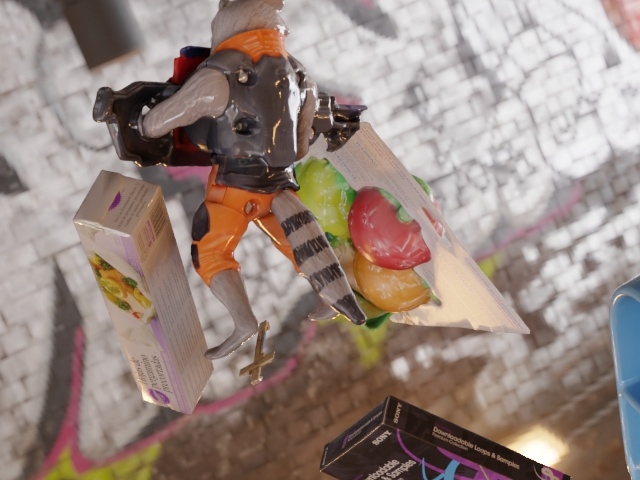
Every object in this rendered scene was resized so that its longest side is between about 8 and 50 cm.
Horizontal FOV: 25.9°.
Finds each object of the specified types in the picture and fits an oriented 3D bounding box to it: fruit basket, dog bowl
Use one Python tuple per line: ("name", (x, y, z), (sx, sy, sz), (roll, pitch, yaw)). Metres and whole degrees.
("fruit basket", (0.084, -0.019, 1.732), (0.165, 0.327, 0.353), (-46, -164, -23))
("dog bowl", (0.320, 0.150, 1.207), (0.074, 0.297, 0.166), (-18, -152, -9))

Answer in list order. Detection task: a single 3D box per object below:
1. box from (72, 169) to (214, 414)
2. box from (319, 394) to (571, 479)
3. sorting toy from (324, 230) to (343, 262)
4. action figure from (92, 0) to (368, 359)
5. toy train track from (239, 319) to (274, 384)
("box", (-0.168, 0.059, 1.365), (0.063, 0.324, 0.067), (16, -122, 17))
("box", (0.094, 0.181, 1.075), (0.116, 0.162, 0.029), (-48, -161, 53))
("sorting toy", (0.000, 0.000, 1.458), (0.012, 0.062, 0.083), (-39, 174, -18))
("action figure", (-0.029, -0.079, 1.345), (0.341, 0.330, 0.179), (-14, -176, -43))
("toy train track", (-0.060, 0.117, 1.431), (0.048, 0.014, 0.083), (-30, -146, 30))
